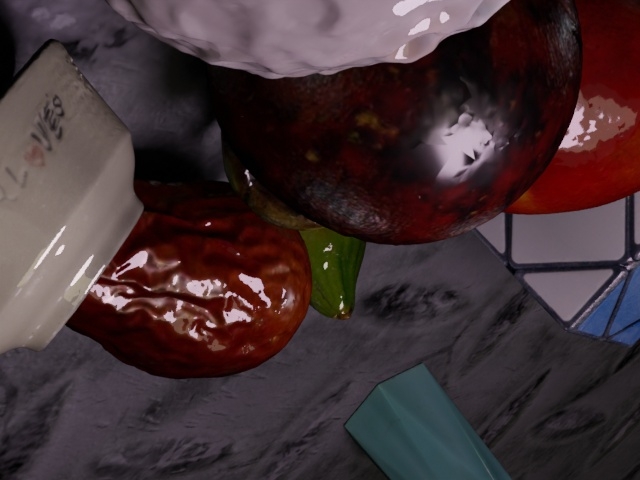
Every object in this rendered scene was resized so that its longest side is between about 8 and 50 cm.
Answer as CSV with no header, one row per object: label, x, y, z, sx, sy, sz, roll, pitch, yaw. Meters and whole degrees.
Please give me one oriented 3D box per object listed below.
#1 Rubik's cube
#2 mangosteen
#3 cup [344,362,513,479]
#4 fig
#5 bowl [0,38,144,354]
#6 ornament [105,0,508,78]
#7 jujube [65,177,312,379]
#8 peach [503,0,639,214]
Rubik's cube,0.315,-0.024,1.710,0.205,0.207,0.205,-50,152,14
mangosteen,0.046,-0.133,1.155,0.311,0.311,0.311,-30,150,-19
cup,0.154,0.292,1.937,0.134,0.236,0.148,-38,154,-2
fig,0.000,0.000,1.409,0.123,0.156,0.123,-25,150,-16
bowl,-0.207,-0.009,1.041,0.238,0.126,0.238,-52,-171,11
ornament,-0.021,-0.256,0.833,0.337,0.337,0.337,-30,150,-19
jujube,-0.131,0.023,1.264,0.255,0.190,0.190,24,113,-42
peach,0.245,-0.123,1.445,0.361,0.201,0.258,12,121,-43
